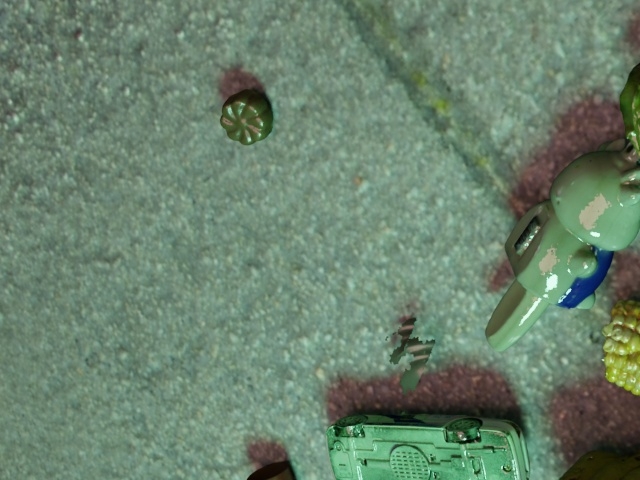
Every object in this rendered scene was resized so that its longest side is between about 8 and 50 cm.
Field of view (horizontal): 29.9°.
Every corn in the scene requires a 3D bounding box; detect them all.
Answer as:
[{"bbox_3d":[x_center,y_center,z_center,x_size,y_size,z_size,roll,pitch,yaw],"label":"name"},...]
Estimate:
[{"bbox_3d":[0.373,0.127,1.080,0.244,0.093,0.093,22,114,20],"label":"corn"}]

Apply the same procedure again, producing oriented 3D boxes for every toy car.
[{"bbox_3d":[0.111,0.223,1.248,0.224,0.076,0.090,-4,105,35],"label":"toy car"}]

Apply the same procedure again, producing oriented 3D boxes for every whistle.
[{"bbox_3d":[0.230,0.007,1.113,0.092,0.110,0.244,21,117,-19],"label":"whistle"}]

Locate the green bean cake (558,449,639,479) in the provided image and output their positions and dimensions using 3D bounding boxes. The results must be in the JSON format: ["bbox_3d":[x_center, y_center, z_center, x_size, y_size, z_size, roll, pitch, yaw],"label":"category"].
[{"bbox_3d":[0.340,0.302,1.104,0.224,0.131,0.230,-12,106,46],"label":"green bean cake"}]

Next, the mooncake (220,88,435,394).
[{"bbox_3d":[0.009,-0.004,1.248,0.347,0.057,0.150,43,132,16],"label":"mooncake"}]

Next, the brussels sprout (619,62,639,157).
[{"bbox_3d":[0.350,-0.091,1.025,0.181,0.100,0.139,26,116,-12],"label":"brussels sprout"}]

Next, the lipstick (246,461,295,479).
[{"bbox_3d":[0.001,0.426,1.373,0.057,0.057,0.357,-15,98,29],"label":"lipstick"}]
